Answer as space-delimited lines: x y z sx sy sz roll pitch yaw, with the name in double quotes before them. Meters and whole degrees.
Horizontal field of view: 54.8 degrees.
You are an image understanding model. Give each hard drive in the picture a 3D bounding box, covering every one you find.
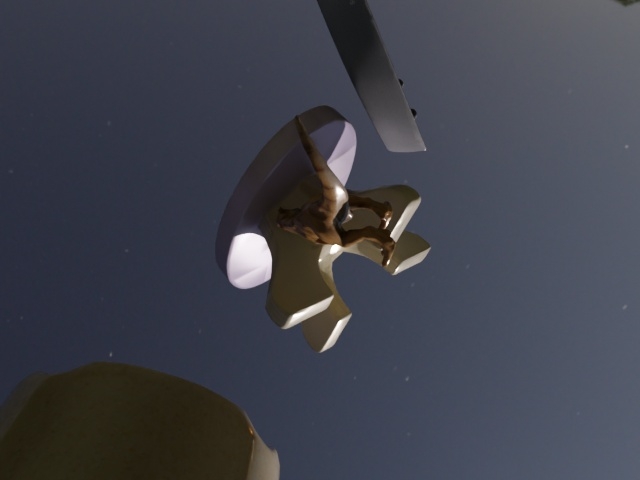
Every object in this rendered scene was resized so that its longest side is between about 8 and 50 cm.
"hard drive" 0.050 -0.235 0.734 0.054 0.255 0.172 -23 -140 12

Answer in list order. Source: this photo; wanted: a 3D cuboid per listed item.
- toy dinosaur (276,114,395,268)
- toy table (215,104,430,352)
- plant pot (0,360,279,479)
"toy dinosaur" 0.008 -0.020 0.504 0.112 0.211 0.064 12 -105 -11
"toy table" 0.000 0.000 0.727 0.252 0.274 0.161 -28 -117 -33
"plant pot" -0.161 0.261 0.389 0.333 0.334 0.305 17 -138 -6
